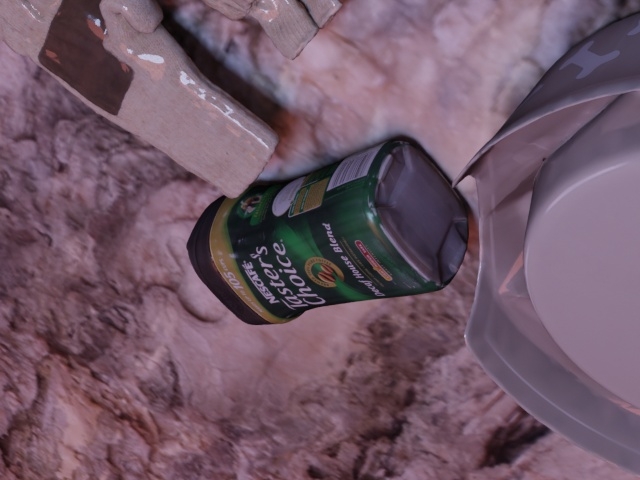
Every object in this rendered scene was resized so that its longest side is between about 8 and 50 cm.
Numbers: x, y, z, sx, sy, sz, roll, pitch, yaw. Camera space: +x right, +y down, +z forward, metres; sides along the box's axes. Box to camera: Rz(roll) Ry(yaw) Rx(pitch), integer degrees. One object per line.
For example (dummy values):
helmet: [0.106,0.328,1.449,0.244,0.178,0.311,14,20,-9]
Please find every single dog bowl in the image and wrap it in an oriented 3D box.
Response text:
dog bowl: [0.241,0.014,0.805,0.348,0.102,0.349,17,143,13]

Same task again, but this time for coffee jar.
coffee jar: [0.000,0.000,0.959,0.184,0.079,0.096,-15,127,44]

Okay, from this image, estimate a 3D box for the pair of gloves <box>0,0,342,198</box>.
pair of gloves: [-0.092,-0.146,0.868,0.204,0.042,0.240,32,139,2]
